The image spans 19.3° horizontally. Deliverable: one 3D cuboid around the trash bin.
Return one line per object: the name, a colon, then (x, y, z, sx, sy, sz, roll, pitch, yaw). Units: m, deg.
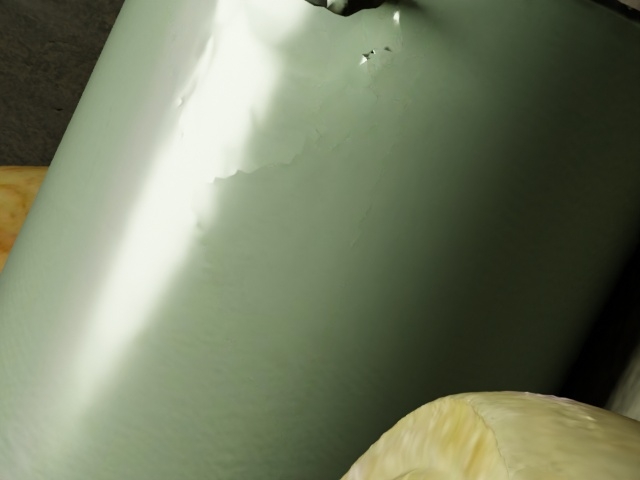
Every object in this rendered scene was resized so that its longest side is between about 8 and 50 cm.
trash bin: (0.000, 0.000, 0.722, 0.262, 0.217, 0.277, -63, -24, 9)

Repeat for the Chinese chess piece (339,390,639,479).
Chinese chess piece: (0.030, 0.170, 0.458, 0.270, 0.112, 0.270, -60, 10, 18)

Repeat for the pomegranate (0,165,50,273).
pomegranate: (-0.140, 0.132, 0.967, 0.338, 0.338, 0.338, -62, 10, 19)
